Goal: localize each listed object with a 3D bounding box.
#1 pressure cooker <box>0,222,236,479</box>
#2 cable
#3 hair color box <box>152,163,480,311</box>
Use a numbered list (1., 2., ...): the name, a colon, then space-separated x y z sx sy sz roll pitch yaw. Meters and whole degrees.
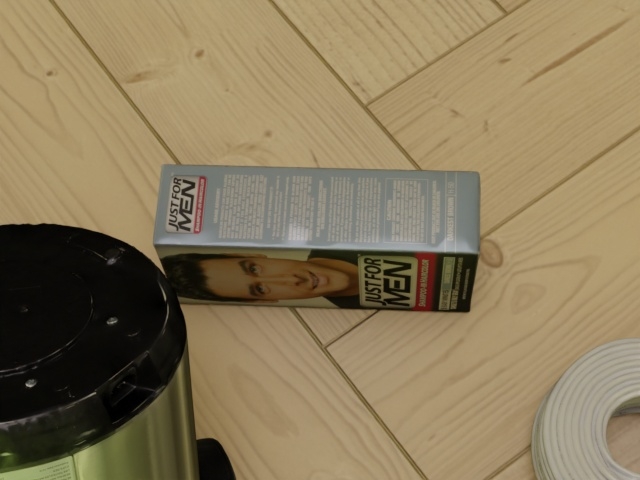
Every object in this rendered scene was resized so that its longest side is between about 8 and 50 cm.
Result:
1. pressure cooker: -0.312 0.240 1.315 0.370 0.420 0.375 12 35 20
2. cable: 0.370 0.236 1.443 0.257 0.089 0.257 39 71 23
3. hair color box: 0.000 0.000 1.529 0.374 0.185 0.113 2 65 4
